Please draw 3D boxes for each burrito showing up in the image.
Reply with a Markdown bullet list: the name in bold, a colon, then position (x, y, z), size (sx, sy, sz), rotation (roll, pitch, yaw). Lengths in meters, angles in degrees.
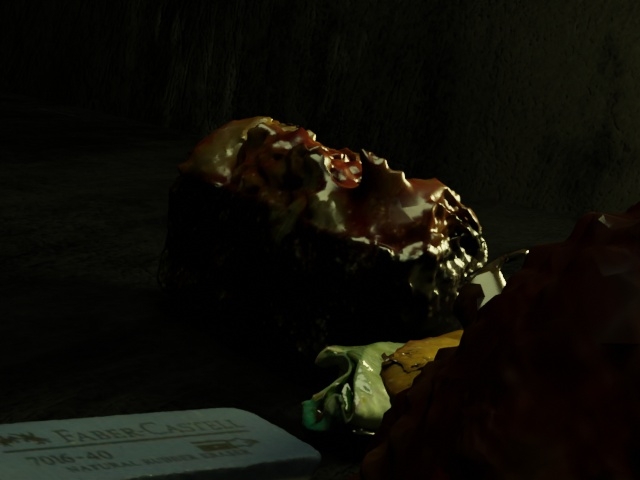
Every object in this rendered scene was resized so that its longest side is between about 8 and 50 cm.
- **burrito**: position (0.103, 0.104, 0.979), size (0.309, 0.066, 0.096), rotation (-2, 18, -43)

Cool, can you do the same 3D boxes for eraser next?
- **eraser**: position (-0.106, 0.122, 0.715), size (0.225, 0.036, 0.082), rotation (2, 14, -43)

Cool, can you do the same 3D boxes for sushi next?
- **sushi**: position (0.000, 0.000, 1.149), size (0.196, 0.182, 0.343), rotation (12, 9, -39)

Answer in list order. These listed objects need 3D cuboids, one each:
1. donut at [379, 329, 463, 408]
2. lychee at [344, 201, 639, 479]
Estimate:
- **donut**: position (0.172, 0.106, 0.778), size (0.277, 0.109, 0.277), rotation (-4, 13, 1)
- **lychee**: position (0.125, 0.104, 0.418), size (0.264, 0.264, 0.300), rotation (4, 30, -35)
